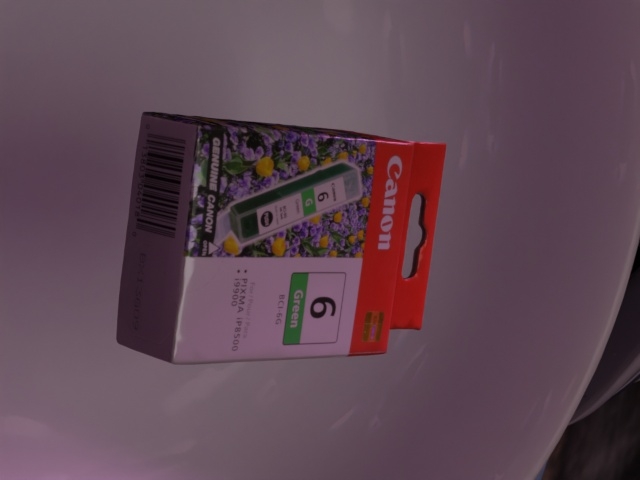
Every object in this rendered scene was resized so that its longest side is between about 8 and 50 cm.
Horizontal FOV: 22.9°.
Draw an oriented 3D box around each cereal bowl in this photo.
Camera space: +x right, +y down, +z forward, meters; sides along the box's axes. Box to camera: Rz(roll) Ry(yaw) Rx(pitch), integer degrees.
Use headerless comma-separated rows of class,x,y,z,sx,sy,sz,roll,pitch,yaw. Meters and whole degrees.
cereal bowl,-0.049,-0.035,0.505,0.339,0.141,0.339,-10,106,-40

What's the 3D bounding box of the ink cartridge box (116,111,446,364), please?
ink cartridge box,0.000,0.000,0.442,0.115,0.029,0.063,1,99,-41

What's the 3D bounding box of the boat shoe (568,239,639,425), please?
boat shoe,0.158,-0.022,0.603,0.084,0.258,0.095,-12,67,-50

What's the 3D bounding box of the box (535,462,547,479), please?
box,0.054,0.091,0.692,0.109,0.042,0.178,27,81,-43
